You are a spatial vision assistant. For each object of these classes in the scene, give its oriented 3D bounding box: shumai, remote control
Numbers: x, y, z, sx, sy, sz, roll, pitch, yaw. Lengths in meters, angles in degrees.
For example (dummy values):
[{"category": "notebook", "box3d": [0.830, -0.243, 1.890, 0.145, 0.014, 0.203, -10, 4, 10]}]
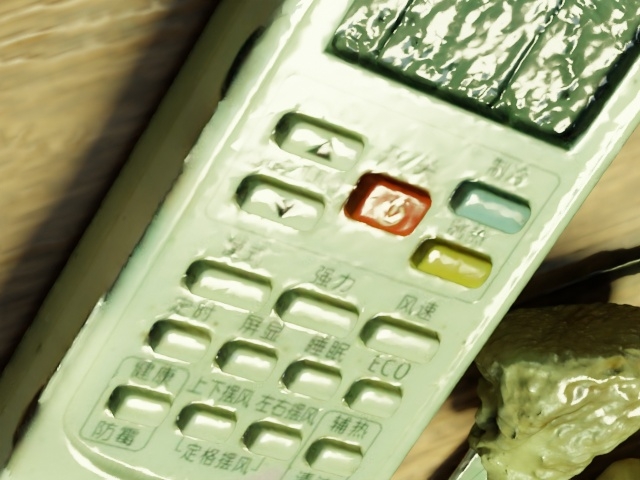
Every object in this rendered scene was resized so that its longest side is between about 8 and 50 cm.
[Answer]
[{"category": "shumai", "box3d": [0.089, 0.067, 0.692, 0.082, 0.083, 0.080, 1, 103, 19]}, {"category": "remote control", "box3d": [0.000, 0.001, 0.628, 0.145, 0.050, 0.344, 18, 115, -32]}]

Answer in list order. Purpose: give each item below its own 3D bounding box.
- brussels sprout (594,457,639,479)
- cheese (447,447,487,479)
[{"category": "brussels sprout", "box3d": [0.186, 0.157, 0.752, 0.183, 0.145, 0.131, 11, 123, -24]}, {"category": "cheese", "box3d": [0.034, 0.126, 0.747, 0.121, 0.026, 0.067, -37, 130, -5]}]
